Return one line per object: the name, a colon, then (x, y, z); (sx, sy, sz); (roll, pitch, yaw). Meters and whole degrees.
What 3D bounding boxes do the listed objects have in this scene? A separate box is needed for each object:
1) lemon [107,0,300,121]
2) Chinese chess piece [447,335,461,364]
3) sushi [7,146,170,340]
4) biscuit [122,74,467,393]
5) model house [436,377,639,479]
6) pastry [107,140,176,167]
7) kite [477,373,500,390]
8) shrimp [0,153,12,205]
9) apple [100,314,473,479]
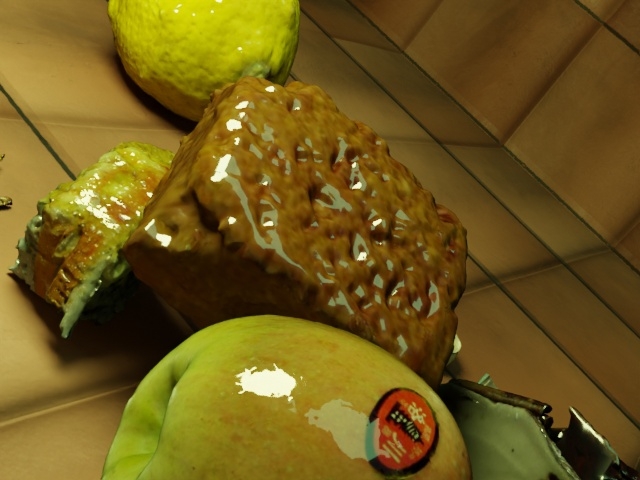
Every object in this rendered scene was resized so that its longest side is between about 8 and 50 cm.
lemon: (-0.200, -0.385, 1.673); (0.350, 0.350, 0.387); (9, 37, -47)
Chinese chess piece: (0.186, 0.168, 1.597); (0.122, 0.051, 0.122); (31, 27, -18)
sushi: (-0.269, -0.003, 1.118); (0.139, 0.184, 0.274); (37, 31, 5)
biscuit: (0.000, 0.000, 1.093); (0.395, 0.166, 0.342); (37, 44, -16)
model house: (0.296, 0.310, 1.230); (0.283, 0.317, 0.297); (19, 43, -30)
pastry: (-0.243, -0.057, 1.333); (0.189, 0.103, 0.188); (31, 25, -16)
kite: (0.334, 0.341, 1.545); (0.314, 0.011, 0.335); (23, 29, -30)
shrimp: (-0.434, -0.078, 1.208); (0.083, 0.023, 0.114); (39, 29, -5)
apple: (-0.039, 0.221, 0.847); (0.305, 0.338, 0.338); (37, 24, -6)
